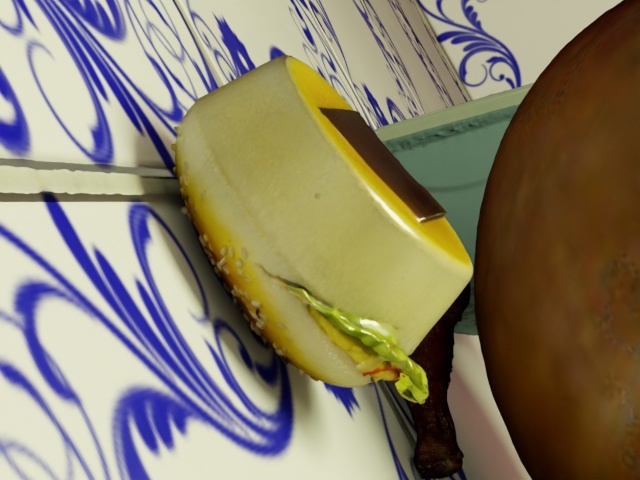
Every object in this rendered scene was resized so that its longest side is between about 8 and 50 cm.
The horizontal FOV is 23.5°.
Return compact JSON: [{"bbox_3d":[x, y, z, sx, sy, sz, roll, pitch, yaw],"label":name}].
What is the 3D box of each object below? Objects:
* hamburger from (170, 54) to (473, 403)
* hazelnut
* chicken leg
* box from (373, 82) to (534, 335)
[{"bbox_3d":[0.000,0.000,0.586,0.141,0.081,0.126,46,11,-11],"label":"hamburger"},{"bbox_3d":[0.254,0.024,0.736,0.365,0.366,0.366,58,11,-18],"label":"hazelnut"},{"bbox_3d":[0.035,0.023,0.782,0.093,0.053,0.205,0,54,-56],"label":"chicken leg"},{"bbox_3d":[0.151,-0.029,1.023,0.162,0.227,0.130,43,35,-60],"label":"box"}]
